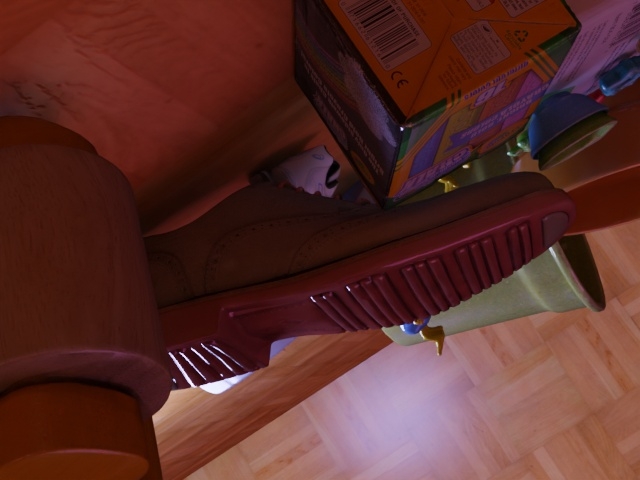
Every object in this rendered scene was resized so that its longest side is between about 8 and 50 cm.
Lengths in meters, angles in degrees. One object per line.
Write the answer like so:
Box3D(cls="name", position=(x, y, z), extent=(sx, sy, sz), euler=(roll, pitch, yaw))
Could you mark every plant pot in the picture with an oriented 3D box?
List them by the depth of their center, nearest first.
Box3D(cls="plant pot", position=(0.271, -0.127, 0.900), extent=(0.205, 0.187, 0.205), euler=(-11, 163, -3))
Box3D(cls="plant pot", position=(0.184, 0.009, 1.177), extent=(0.254, 0.276, 0.276), euler=(-26, 170, 20))

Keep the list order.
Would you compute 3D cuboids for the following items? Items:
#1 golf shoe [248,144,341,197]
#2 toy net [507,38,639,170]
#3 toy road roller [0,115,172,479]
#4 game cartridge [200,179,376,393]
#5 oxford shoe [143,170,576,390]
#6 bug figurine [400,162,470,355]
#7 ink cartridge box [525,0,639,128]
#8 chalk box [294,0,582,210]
Box3D(cls="golf shoe", position=(-0.009, -0.040, 0.913), extent=(0.086, 0.069, 0.176), euler=(-38, 168, -4))
Box3D(cls="toy net", position=(0.260, -0.127, 0.738), extent=(0.232, 0.045, 0.122), euler=(-31, 168, 1))
Box3D(cls="toy road roller", position=(-0.177, 0.104, 0.590), extent=(0.329, 0.202, 0.241), euler=(-38, 143, 29))
Box3D(cls="game cartridge", position=(-0.034, 0.055, 1.055), extent=(0.294, 0.060, 0.196), euler=(-42, -173, 37))
Box3D(cls="oxford shoe", position=(0.000, 0.000, 0.753), extent=(0.397, 0.146, 0.140), euler=(-16, 153, 5))
Box3D(cls="bug figurine", position=(0.109, -0.031, 0.971), extent=(0.072, 0.278, 0.216), euler=(7, -174, 3))
Box3D(cls="ink cartridge box", position=(0.236, -0.213, 0.727), extent=(0.273, 0.114, 0.198), euler=(-30, 167, -9))
Box3D(cls="chalk box", position=(0.068, -0.119, 0.650), extent=(0.132, 0.132, 0.213), euler=(-30, 168, -8))
